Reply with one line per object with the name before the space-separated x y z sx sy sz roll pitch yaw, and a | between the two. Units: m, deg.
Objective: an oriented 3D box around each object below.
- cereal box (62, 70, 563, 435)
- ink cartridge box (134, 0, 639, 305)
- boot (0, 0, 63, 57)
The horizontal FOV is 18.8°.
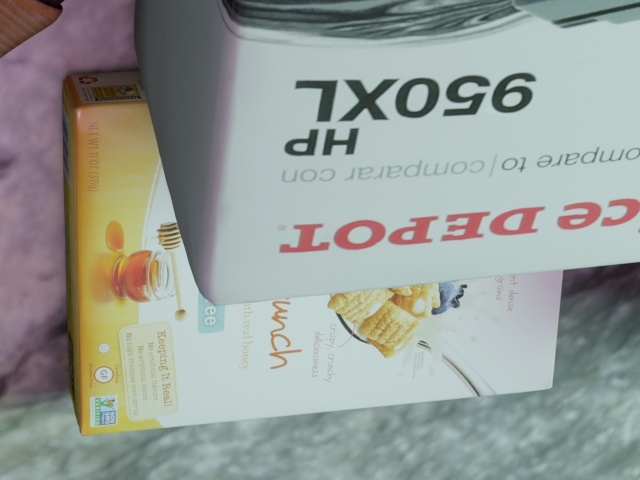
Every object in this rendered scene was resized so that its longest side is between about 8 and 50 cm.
cereal box | 0.000 0.000 0.919 0.240 0.047 0.173 -5 117 -13
ink cartridge box | 0.093 -0.170 0.705 0.285 0.166 0.395 -5 139 -14
boot | -0.160 -0.185 0.748 0.207 0.090 0.248 -47 137 2
